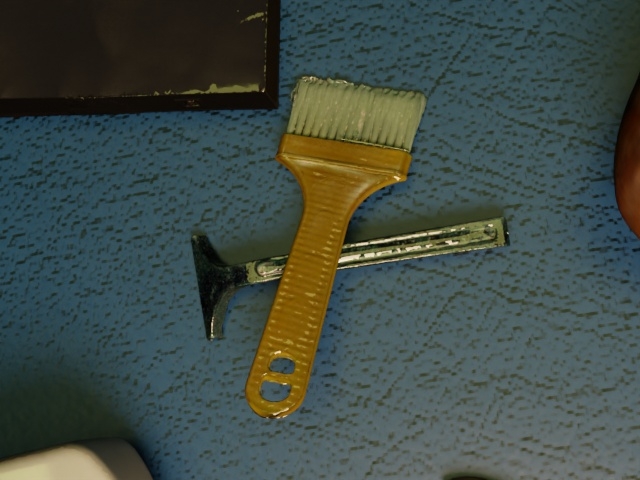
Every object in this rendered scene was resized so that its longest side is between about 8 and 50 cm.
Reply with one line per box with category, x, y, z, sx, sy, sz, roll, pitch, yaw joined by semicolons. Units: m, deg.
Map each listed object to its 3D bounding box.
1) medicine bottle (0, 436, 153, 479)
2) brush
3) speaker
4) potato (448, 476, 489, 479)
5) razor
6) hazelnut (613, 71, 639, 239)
medicine bottle;-0.147;0.282;0.609;0.179;0.124;0.324;-17;79;6
brush;0.000;0.000;0.653;0.083;0.010;0.218;11;67;10
speaker;-0.136;-0.122;0.699;0.218;0.044;0.082;-1;82;7
potato;0.109;0.168;0.632;0.036;0.037;0.093;-33;79;-2
razor;0.017;0.012;0.666;0.190;0.033;0.066;-10;82;6
hazelnut;0.251;-0.070;0.565;0.210;0.210;0.186;19;46;10
